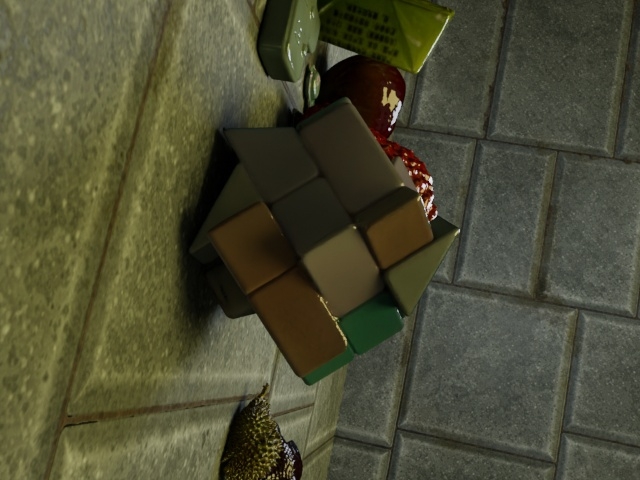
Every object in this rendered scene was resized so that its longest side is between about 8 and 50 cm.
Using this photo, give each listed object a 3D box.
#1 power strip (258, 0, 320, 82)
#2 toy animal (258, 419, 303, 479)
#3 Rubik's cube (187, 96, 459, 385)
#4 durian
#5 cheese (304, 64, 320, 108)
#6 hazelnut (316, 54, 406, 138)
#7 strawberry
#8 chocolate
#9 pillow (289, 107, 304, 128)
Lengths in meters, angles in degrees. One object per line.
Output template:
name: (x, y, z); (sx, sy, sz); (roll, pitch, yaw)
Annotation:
power strip: (-0.039, -0.403, 1.208); (0.194, 0.059, 0.265); (61, 40, -75)
toy animal: (-0.089, 0.495, 1.509); (0.218, 0.179, 0.116); (20, 103, -57)
Rubik's cube: (0.000, 0.000, 1.079); (0.368, 0.358, 0.387); (59, -1, 15)
durian: (-0.121, 0.398, 1.411); (0.146, 0.102, 0.208); (50, 47, -58)
cheese: (-0.018, -0.324, 1.507); (0.067, 0.026, 0.121); (-65, 163, -54)
hazelnut: (0.084, -0.324, 1.620); (0.229, 0.229, 0.230); (10, 90, -80)
strawberry: (0.071, -0.115, 1.382); (0.351, 0.267, 0.312); (56, 6, -8)
chocolate: (0.116, -0.455, 1.417); (0.301, 0.288, 0.137); (-57, 166, -66)
pillow: (-0.045, -0.162, 1.452); (0.141, 0.055, 0.209); (10, 89, -71)
